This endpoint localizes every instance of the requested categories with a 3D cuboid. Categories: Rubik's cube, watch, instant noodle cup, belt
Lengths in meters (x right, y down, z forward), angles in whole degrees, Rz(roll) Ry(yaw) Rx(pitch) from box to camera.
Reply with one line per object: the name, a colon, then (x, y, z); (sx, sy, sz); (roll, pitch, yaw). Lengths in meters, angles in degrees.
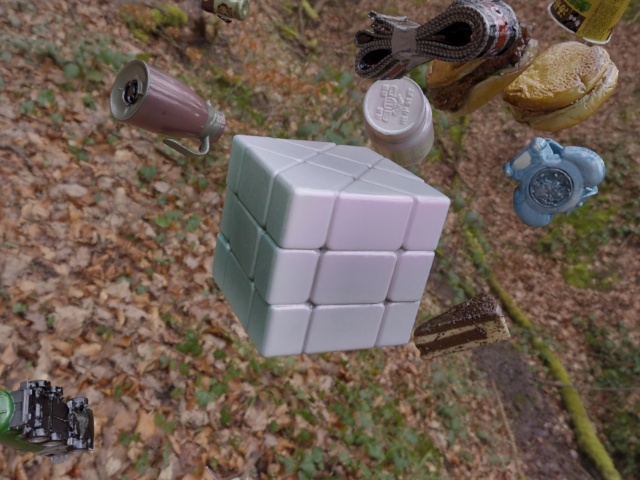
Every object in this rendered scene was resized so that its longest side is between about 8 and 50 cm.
Rubik's cube: (0.000, 0.000, 1.155); (0.319, 0.316, 0.322); (0, 23, -27)
watch: (0.525, -0.149, 1.367); (0.211, 0.211, 0.193); (37, 31, 10)
instant noodle cup: (0.567, -0.500, 1.253); (0.151, 0.122, 0.151); (10, 47, -11)
belt: (0.189, -0.353, 1.078); (0.094, 0.126, 0.359); (-5, 14, -31)

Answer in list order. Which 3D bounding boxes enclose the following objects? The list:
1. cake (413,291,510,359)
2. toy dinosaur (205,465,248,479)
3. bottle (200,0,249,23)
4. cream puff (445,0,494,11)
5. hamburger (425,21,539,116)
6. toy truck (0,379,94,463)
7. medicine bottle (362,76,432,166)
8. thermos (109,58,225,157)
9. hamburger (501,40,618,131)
cake: (0.382, 0.244, 1.616); (0.112, 0.246, 0.135); (68, -13, -17)
toy dinosaur: (-0.106, 0.397, 0.922); (0.220, 0.032, 0.108); (46, -7, -27)
bottle: (-0.203, -0.487, 1.264); (0.101, 0.063, 0.047); (14, 28, 14)
cream puff: (0.499, -0.666, 1.927); (0.239, 0.165, 0.239); (10, 75, -41)
hamburger: (0.357, -0.399, 1.405); (0.155, 0.245, 0.282); (30, 13, -18)
toy truck: (-0.498, 0.321, 1.061); (0.242, 0.125, 0.101); (70, 5, -60)
medicine bottle: (0.252, -0.373, 1.938); (0.213, 0.213, 0.379); (38, 2, 13)
thermos: (-0.349, -0.298, 1.448); (0.265, 0.146, 0.176); (19, 64, -50)
hamburger: (0.696, -0.455, 1.764); (0.170, 0.314, 0.290); (50, 5, -35)
